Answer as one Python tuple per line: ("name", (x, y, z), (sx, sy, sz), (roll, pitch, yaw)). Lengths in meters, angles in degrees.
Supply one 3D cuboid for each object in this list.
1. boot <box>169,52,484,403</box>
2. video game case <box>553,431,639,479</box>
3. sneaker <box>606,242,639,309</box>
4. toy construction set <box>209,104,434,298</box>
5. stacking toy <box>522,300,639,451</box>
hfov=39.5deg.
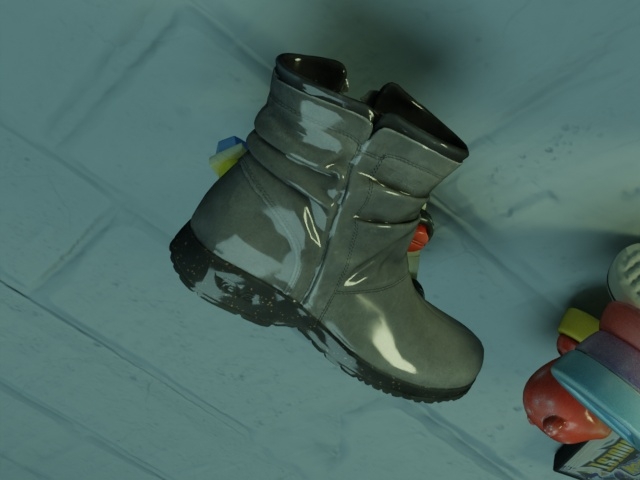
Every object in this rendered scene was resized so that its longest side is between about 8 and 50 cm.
("boot", (0.062, 0.001, 0.769), (0.338, 0.118, 0.222), (25, 113, -28))
("video game case", (0.471, 0.274, 1.151), (0.248, 0.035, 0.274), (19, 142, 1))
("sneaker", (0.426, 0.112, 0.902), (0.321, 0.126, 0.127), (21, 143, 2))
("toy construction set", (0.000, 0.000, 0.932), (0.215, 0.151, 0.327), (-6, 150, -7))
("stacking toy", (0.331, 0.195, 0.876), (0.279, 0.130, 0.309), (41, 178, 11))
